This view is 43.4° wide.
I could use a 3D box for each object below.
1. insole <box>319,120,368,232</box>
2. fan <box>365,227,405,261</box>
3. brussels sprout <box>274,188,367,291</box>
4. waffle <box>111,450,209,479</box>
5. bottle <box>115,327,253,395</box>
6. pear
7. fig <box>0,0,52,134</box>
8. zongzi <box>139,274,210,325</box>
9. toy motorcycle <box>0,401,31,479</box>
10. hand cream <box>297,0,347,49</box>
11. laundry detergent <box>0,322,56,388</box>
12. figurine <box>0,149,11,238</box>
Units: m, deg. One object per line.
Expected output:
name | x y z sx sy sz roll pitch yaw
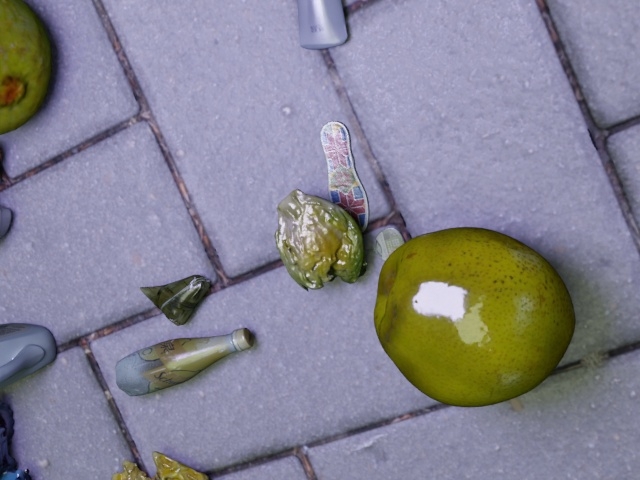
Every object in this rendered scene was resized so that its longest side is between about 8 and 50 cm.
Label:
insole | 0.039 -0.103 1.336 0.065 0.006 0.193 -9 99 18
fan | 0.106 0.005 1.341 0.080 0.003 0.060 15 105 13
brussels sprout | 0.000 -0.002 1.322 0.139 0.100 0.181 -29 92 17
waffle | -0.295 0.531 1.551 0.261 0.056 0.250 22 108 7
bottle | -0.244 0.212 1.450 0.270 0.083 0.083 -20 95 20
pear | 0.227 0.114 1.192 0.294 0.294 0.294 4 103 16
fig | -0.613 -0.335 1.361 0.326 0.258 0.258 46 111 17
zongzi | -0.264 0.082 1.452 0.113 0.052 0.104 40 103 19
toy motorcycle | -0.676 0.531 1.573 0.172 0.232 0.416 8 103 18
hand cream | -0.010 -0.430 1.260 0.079 0.048 0.255 -2 104 23
laundry detergent | -0.642 0.238 1.472 0.215 0.280 0.105 -6 99 18
figurine | -0.659 -0.093 1.487 0.176 0.133 0.236 -6 97 20
